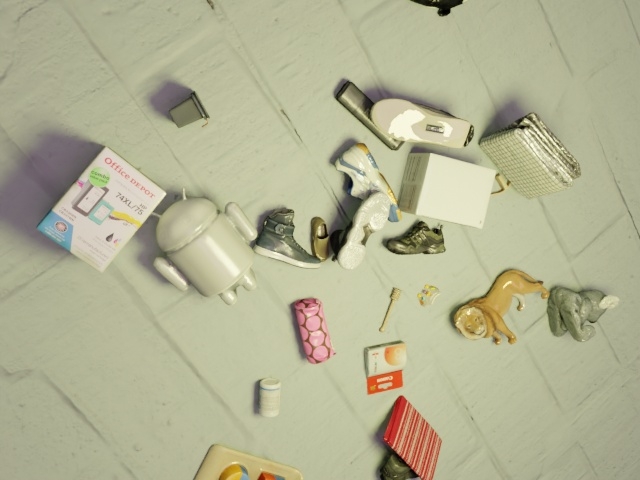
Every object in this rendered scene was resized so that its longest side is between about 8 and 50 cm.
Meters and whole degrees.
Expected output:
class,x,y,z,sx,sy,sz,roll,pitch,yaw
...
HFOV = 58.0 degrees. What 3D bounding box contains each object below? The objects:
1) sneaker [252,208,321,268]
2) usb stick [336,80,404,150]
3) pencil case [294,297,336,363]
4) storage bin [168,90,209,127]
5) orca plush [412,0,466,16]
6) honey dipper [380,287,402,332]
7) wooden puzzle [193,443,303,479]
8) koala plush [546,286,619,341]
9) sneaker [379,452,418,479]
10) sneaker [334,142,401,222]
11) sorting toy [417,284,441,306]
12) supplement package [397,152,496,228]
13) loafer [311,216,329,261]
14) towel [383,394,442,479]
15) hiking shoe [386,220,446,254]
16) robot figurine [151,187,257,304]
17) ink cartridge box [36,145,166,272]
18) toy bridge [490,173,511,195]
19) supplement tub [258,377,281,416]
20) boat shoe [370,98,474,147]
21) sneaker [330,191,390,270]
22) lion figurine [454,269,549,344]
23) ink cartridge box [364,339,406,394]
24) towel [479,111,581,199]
class,x,y,z,sx,sy,sz,roll,pitch,yaw
sneaker,-0.080,-0.008,1.811,0.226,0.086,0.164,19,95,-20
usb stick,0.166,-0.397,1.857,0.278,0.045,0.077,38,84,-21
pencil case,-0.017,0.291,1.882,0.098,0.095,0.210,-11,105,14
storage bin,-0.370,-0.358,1.631,0.091,0.135,0.098,-28,108,-2
orca plush,0.377,-0.810,1.835,0.287,0.102,0.151,10,95,-21
honey dipper,0.239,0.243,1.999,0.030,0.030,0.161,20,95,-22
wooden puzzle,-0.262,0.868,1.892,0.347,0.080,0.322,28,89,-21
koala plush,1.001,0.250,2.194,0.221,0.196,0.204,-17,94,-13
sneaker,0.300,0.837,2.094,0.227,0.087,0.130,18,120,-41
sneaker,0.155,-0.168,1.875,0.131,0.112,0.297,-31,109,9
sorting toy,0.386,0.194,2.018,0.045,0.075,0.083,43,83,-21
supplement package,0.419,-0.168,1.933,0.261,0.145,0.204,11,95,-22
loafer,0.000,0.000,1.860,0.056,0.050,0.148,-13,103,-17
towel,0.333,0.710,2.058,0.275,0.031,0.199,50,43,-20
hiking shoe,0.322,-0.009,1.969,0.226,0.086,0.114,0,85,-26
robot figurine,-0.330,0.020,1.663,0.300,0.200,0.353,-37,110,-2
ink cartridge box,-0.583,-0.092,1.555,0.198,0.197,0.270,40,84,-21
toy bridge,0.650,-0.209,2.073,0.188,0.026,0.063,-40,110,-10
supplement tub,-0.164,0.508,1.873,0.070,0.071,0.107,1,98,-20
boat shoe,0.310,-0.378,1.863,0.340,0.158,0.127,14,106,-13
sneaker,0.113,-0.038,1.840,0.101,0.153,0.269,31,85,-21
lion figurine,0.653,0.226,2.106,0.240,0.142,0.392,44,69,-13
ink cartridge box,0.230,0.450,2.022,0.145,0.045,0.180,-8,99,-18
towel,0.705,-0.282,1.949,0.284,0.235,0.121,46,77,-8
